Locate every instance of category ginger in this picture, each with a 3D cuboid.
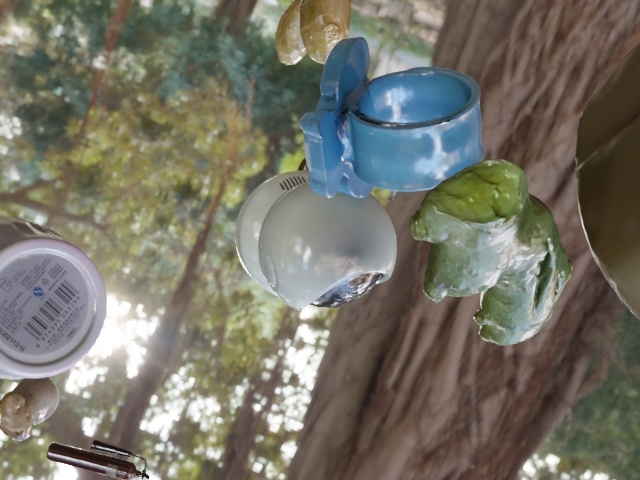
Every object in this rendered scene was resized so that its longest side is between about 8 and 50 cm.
[{"bbox_3d":[0.168,0.018,1.014,0.089,0.137,0.290,36,180,34],"label":"ginger"},{"bbox_3d":[0.015,-0.493,1.944,0.122,0.348,0.363,17,-175,-6],"label":"ginger"}]

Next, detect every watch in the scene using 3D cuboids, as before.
[{"bbox_3d":[0.096,-0.132,1.276,0.193,0.211,0.211,6,-177,22],"label":"watch"}]

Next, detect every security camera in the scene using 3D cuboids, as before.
[{"bbox_3d":[0.000,0.000,1.440,0.194,0.195,0.236,19,177,-22],"label":"security camera"}]

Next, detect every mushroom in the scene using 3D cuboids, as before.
[{"bbox_3d":[-0.573,0.321,2.073,0.088,0.097,0.212,22,-173,4],"label":"mushroom"}]

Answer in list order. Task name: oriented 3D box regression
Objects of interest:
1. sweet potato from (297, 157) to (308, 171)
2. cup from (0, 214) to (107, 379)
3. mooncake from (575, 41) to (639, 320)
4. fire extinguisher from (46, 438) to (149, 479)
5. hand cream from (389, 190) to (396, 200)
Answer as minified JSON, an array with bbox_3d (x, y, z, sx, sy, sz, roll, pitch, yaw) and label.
[{"bbox_3d":[-0.031,-0.060,1.786,0.054,0.182,0.053,27,-167,34],"label":"sweet potato"},{"bbox_3d":[-0.492,0.082,1.630,0.253,0.253,0.371,16,173,-33],"label":"cup"},{"bbox_3d":[0.512,-0.057,1.153,0.467,0.262,0.467,17,-127,-25],"label":"mooncake"},{"bbox_3d":[-0.337,0.339,1.635,0.173,0.035,0.049,12,-138,10],"label":"fire extinguisher"},{"bbox_3d":[0.125,-0.165,1.761,0.050,0.084,0.257,15,152,23],"label":"hand cream"}]
